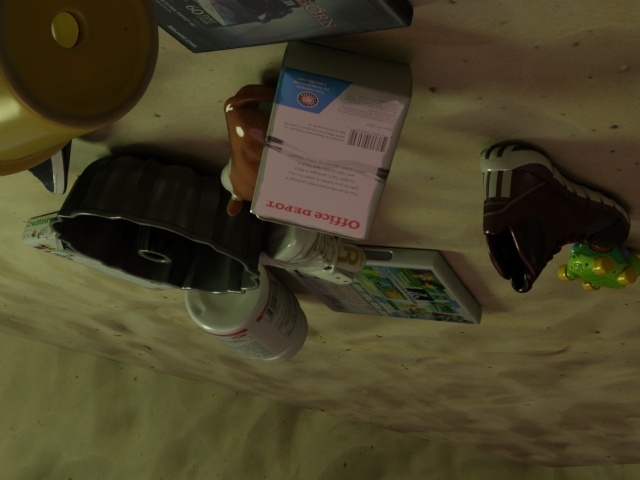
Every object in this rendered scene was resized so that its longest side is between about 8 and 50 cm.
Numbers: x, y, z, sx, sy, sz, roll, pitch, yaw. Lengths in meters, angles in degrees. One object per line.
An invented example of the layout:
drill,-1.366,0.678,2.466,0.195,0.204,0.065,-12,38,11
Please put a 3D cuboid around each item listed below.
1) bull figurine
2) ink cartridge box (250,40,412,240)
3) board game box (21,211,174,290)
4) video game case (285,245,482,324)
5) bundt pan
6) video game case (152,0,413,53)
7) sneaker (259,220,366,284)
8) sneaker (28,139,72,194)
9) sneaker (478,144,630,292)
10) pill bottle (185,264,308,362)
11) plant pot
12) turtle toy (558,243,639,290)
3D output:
bull figurine,-0.043,-0.102,1.435,0.189,0.101,0.310,7,163,2
ink cartridge box,0.010,-0.109,1.248,0.140,0.082,0.190,13,127,-4
board game box,-0.378,0.023,2.122,0.305,0.053,0.193,24,159,-37
video game case,0.107,0.077,2.025,0.300,0.036,0.329,4,161,23
bundt pan,-0.236,-0.030,1.731,0.331,0.124,0.331,12,162,4
video game case,-0.074,-0.250,1.107,0.274,0.026,0.196,0,160,33
sneaker,0.000,0.000,1.747,0.169,0.108,0.292,13,173,-11
sneaker,-0.426,-0.137,1.559,0.164,0.086,0.226,2,154,-7
sneaker,0.289,0.001,1.446,0.281,0.162,0.106,25,158,-37
pill bottle,-0.130,0.134,2.140,0.160,0.160,0.283,5,161,20
plant pot,-0.279,-0.181,1.018,0.239,0.254,0.254,4,164,47
turtle toy,0.412,0.034,1.640,0.130,0.066,0.095,20,161,-29
